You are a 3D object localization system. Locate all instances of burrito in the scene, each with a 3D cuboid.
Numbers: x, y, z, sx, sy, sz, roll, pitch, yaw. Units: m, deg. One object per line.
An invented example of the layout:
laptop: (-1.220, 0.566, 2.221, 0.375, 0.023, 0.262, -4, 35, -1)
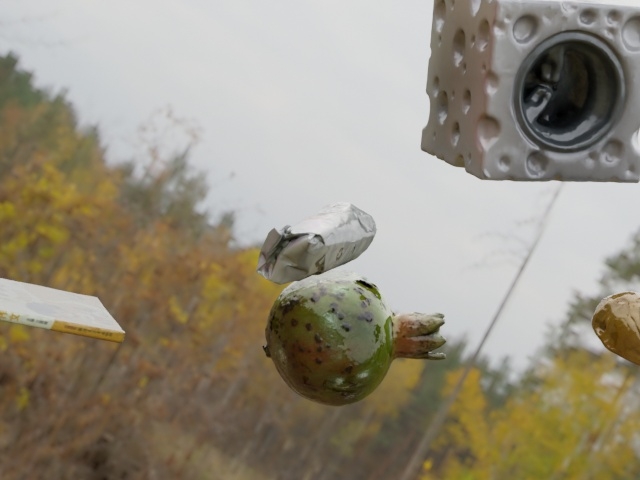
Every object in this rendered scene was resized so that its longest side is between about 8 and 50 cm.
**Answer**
burrito: (0.000, 0.001, 1.381, 0.064, 0.064, 0.203, 28, 16, 13)

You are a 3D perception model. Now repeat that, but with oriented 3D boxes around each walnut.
walnut: (0.333, 0.084, 1.583, 0.091, 0.052, 0.121, 7, 26, -20)

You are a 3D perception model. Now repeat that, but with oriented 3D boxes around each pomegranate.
pomegranate: (0.036, 0.105, 1.696, 0.205, 0.159, 0.159, -2, -9, 4)

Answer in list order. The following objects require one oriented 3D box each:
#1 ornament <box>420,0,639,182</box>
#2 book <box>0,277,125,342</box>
ornament: (0.296, -0.217, 2.111, 0.239, 0.240, 0.240, 1, 12, -16)
book: (-0.394, 0.069, 1.834, 0.295, 0.020, 0.208, 12, 6, -19)
